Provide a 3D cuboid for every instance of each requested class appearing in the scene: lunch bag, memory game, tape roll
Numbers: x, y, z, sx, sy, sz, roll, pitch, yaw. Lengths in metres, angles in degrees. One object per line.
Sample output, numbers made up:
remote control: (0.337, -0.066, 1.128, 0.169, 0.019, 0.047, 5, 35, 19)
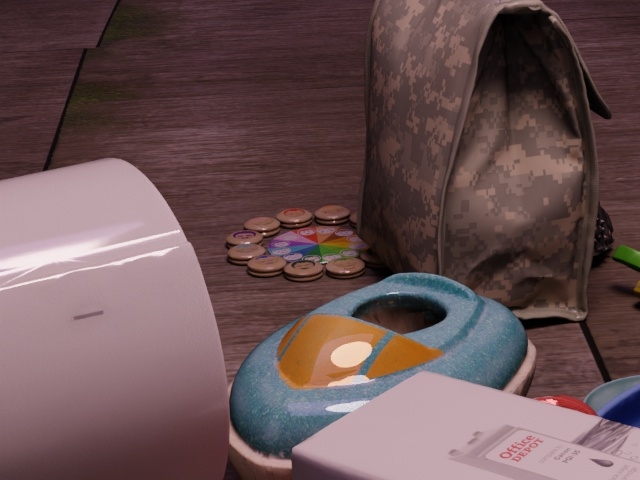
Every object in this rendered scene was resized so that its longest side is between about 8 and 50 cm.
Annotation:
lunch bag: (0.136, -0.100, 1.425, 0.169, 0.287, 0.235, -5, 21, -16)
memory game: (0.000, 0.000, 1.582, 0.186, 0.012, 0.186, -3, 21, 1)
tape roll: (-0.185, 0.081, 1.067, 0.169, 0.246, 0.246, -13, 23, -28)

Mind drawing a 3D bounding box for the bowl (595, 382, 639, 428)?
bowl: (0.329, 0.171, 0.925, 0.391, 0.077, 0.391, -3, 21, 1)

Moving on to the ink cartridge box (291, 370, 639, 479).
ink cartridge box: (0.129, 0.200, 0.758, 0.283, 0.207, 0.117, 13, 24, 37)

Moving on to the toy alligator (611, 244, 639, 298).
toy alligator: (0.326, 0.041, 1.380, 0.190, 0.056, 0.051, 20, -10, 46)

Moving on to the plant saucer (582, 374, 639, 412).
plant saucer: (0.248, 0.130, 1.189, 0.119, 0.021, 0.119, -2, 21, 1)

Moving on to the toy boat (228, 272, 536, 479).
toy boat: (-0.020, 0.080, 1.179, 0.318, 0.148, 0.267, 9, 24, 28)

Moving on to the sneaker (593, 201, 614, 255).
sneaker: (0.219, -0.040, 1.583, 0.086, 0.085, 0.237, -28, 23, 7)

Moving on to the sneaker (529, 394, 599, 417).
sneaker: (0.075, 0.147, 0.958, 0.221, 0.087, 0.128, -38, 4, 20)
